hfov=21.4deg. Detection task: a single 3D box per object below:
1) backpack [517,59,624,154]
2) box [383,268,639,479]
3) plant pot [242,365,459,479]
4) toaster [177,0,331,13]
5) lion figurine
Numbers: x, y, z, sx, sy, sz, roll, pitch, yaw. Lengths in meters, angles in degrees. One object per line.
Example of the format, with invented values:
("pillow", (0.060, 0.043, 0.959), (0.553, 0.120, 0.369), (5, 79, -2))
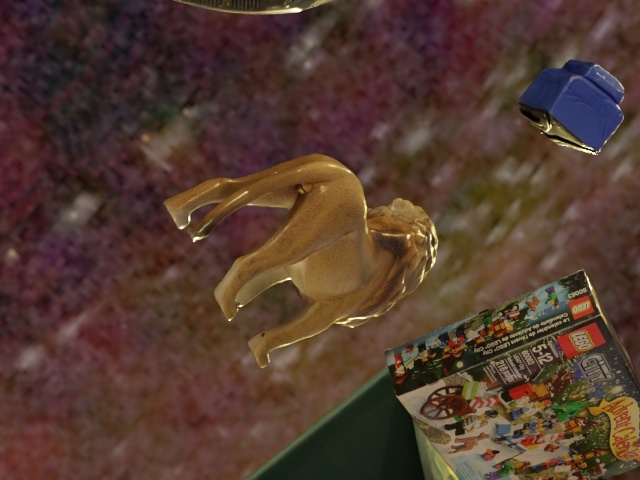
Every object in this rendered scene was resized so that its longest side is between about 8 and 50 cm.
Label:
("backpack", (0.304, -0.164, 2.042), (0.101, 0.098, 0.120), (-50, -162, -6))
("box", (0.164, 0.126, 1.294), (0.159, 0.044, 0.233), (-23, 141, 11))
("plant pot", (0.081, 0.310, 1.535), (0.248, 0.252, 0.247), (-40, -155, 16))
("toaster", (-0.040, -0.273, 1.503), (0.146, 0.227, 0.129), (-24, 118, -54))
("lion figurine", (0.000, 0.000, 1.730), (0.240, 0.142, 0.392), (-28, 163, -1))
